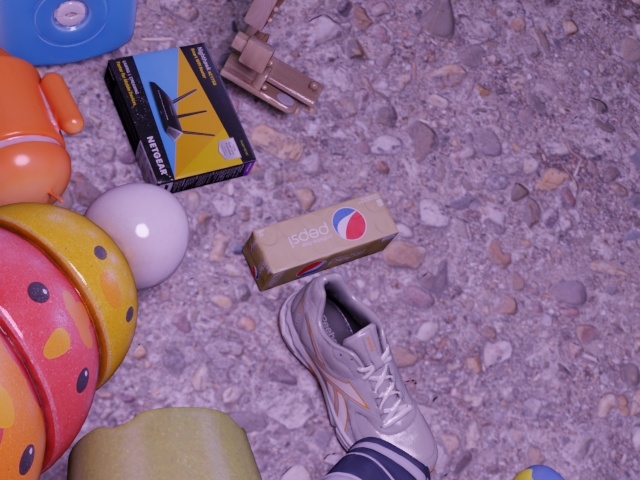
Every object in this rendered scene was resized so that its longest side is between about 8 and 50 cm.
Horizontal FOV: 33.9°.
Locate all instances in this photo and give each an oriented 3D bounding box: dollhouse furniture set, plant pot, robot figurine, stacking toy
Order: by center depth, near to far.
[{"bbox_3d":[-0.138,0.308,0.994,0.276,0.276,0.254,-2,54,-20],"label":"plant pot"},{"bbox_3d":[-0.300,0.070,1.026,0.350,0.351,0.480,42,47,4],"label":"stacking toy"},{"bbox_3d":[-0.358,-0.116,1.177,0.158,0.128,0.220,-14,70,-29],"label":"robot figurine"},{"bbox_3d":[-0.350,-0.377,1.309,0.175,0.166,0.302,-14,56,-21],"label":"stacking toy"},{"bbox_3d":[-0.034,-0.246,1.311,0.123,0.151,0.144,30,35,-4],"label":"dollhouse furniture set"}]

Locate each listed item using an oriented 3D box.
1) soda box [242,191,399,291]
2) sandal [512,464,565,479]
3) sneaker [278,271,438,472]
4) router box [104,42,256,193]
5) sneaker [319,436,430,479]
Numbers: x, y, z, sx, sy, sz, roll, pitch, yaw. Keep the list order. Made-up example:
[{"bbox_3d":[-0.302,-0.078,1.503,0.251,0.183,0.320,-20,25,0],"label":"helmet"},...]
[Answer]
[{"bbox_3d":[0.000,0.000,1.285,0.181,0.058,0.061,-18,73,-26],"label":"soda box"},{"bbox_3d":[0.329,0.383,1.189,0.138,0.126,0.317,-34,88,-33],"label":"sandal"},{"bbox_3d":[0.050,0.153,1.192,0.099,0.121,0.262,-32,79,-28],"label":"sneaker"},{"bbox_3d":[-0.175,-0.152,1.303,0.133,0.046,0.179,-16,72,-26],"label":"router box"},{"bbox_3d":[0.086,0.346,1.125,0.282,0.099,0.153,66,24,-10],"label":"sneaker"}]
